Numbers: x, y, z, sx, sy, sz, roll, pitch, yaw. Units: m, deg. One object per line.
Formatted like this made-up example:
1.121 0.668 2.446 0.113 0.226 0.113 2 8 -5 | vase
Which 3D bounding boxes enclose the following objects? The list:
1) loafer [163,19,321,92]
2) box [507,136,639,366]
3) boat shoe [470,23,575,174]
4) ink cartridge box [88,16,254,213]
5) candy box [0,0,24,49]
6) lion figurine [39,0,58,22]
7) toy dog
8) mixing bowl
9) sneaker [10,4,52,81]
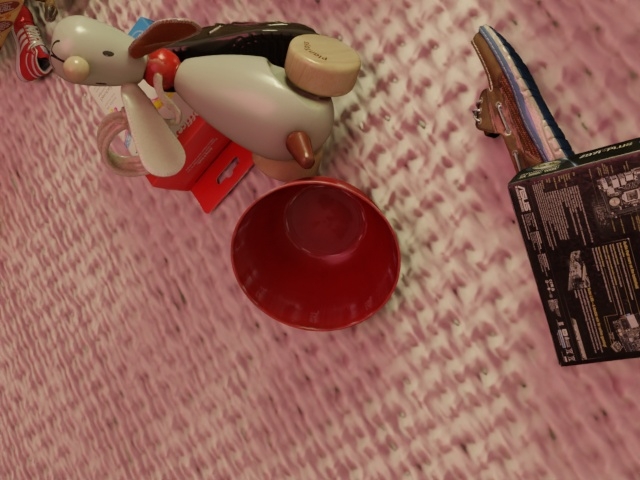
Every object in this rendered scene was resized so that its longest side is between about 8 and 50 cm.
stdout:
-0.101 -0.231 0.873 0.220 0.080 0.078 -2 46 -2 | loafer
0.268 0.008 0.654 0.147 0.077 0.180 -15 99 30 | box
0.189 -0.130 0.737 0.066 0.066 0.183 -31 74 28 | boat shoe
-0.190 -0.161 0.959 0.134 0.078 0.231 -46 68 21 | ink cartridge box
-0.507 -0.403 1.047 0.316 0.087 0.183 -24 93 51 | candy box
-0.468 -0.517 1.101 0.240 0.142 0.392 6 96 38 | lion figurine
-0.119 -0.141 0.784 0.333 0.161 0.220 -5 125 1 | toy dog
0.000 0.000 0.812 0.181 0.098 0.181 3 118 7 | mixing bowl
-0.442 -0.308 1.134 0.067 0.042 0.118 -1 96 35 | sneaker
